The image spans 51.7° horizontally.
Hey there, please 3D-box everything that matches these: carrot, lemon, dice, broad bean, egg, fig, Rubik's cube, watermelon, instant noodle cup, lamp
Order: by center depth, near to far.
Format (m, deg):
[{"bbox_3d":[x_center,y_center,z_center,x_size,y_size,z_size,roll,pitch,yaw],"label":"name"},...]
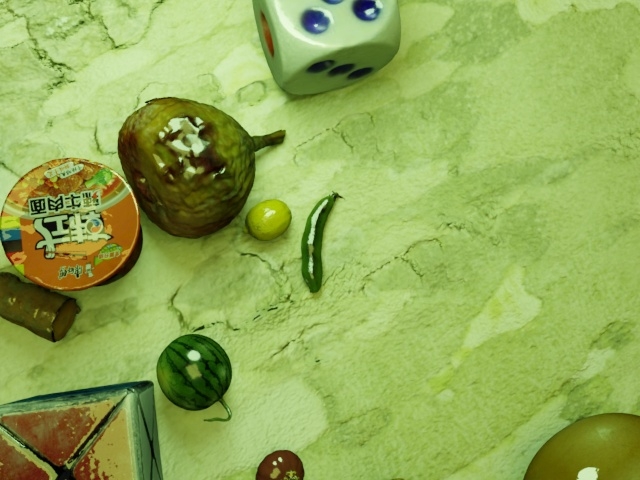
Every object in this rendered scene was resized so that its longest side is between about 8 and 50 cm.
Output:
[{"bbox_3d":[-0.423,0.399,1.184,0.259,0.260,0.255,-6,83,-4],"label":"Rubik's cube"},{"bbox_3d":[0.539,0.482,1.240,0.351,0.282,0.283,-34,85,-13],"label":"egg"},{"bbox_3d":[-0.232,0.271,1.282,0.140,0.141,0.187,-39,89,-10],"label":"watermelon"},{"bbox_3d":[-0.461,-0.017,1.282,0.250,0.192,0.251,1,80,-6],"label":"instant noodle cup"},{"bbox_3d":[-0.078,0.458,1.288,0.101,0.090,0.101,-11,111,-33],"label":"lamp"},{"bbox_3d":[-0.614,0.114,1.297,0.263,0.102,0.102,21,79,0],"label":"carrot"},{"bbox_3d":[-0.213,-0.180,1.333,0.368,0.286,0.286,-35,84,-40],"label":"fig"},{"bbox_3d":[0.007,-0.456,1.367,0.251,0.259,0.243,-16,84,-8],"label":"dice"},{"bbox_3d":[-0.111,-0.041,1.374,0.110,0.082,0.082,-30,84,-11],"label":"lemon"},{"bbox_3d":[-0.005,-0.002,1.399,0.069,0.039,0.227,17,79,-8],"label":"broad bean"}]

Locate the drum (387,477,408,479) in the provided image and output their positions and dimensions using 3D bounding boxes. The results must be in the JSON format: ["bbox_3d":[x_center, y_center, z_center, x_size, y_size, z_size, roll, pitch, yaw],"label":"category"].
[{"bbox_3d":[0.059,0.617,1.112,0.431,0.431,0.214,-38,85,-10],"label":"drum"}]
